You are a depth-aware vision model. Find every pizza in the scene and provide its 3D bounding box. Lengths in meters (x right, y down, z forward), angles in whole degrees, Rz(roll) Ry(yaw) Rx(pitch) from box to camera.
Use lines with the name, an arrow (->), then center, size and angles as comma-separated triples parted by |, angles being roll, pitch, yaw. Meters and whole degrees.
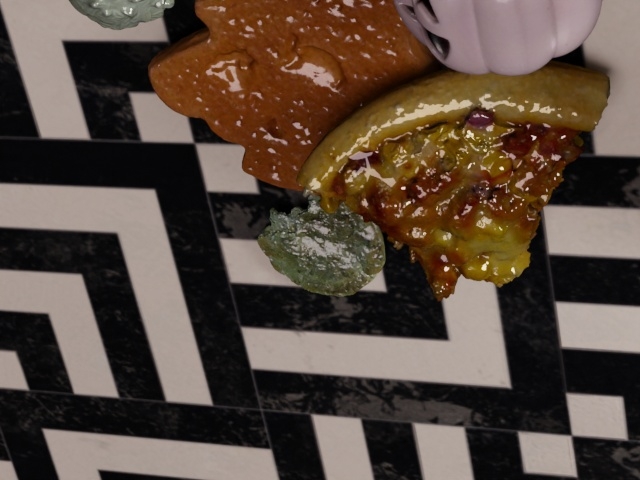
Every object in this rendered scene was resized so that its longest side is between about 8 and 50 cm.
pizza -> 0.128, -0.042, 1.685 | 0.289, 0.081, 0.229 | -15, 125, 12

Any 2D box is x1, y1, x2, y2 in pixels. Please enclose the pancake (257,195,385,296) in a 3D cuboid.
pancake -> 0.003, 0.005, 1.851 | 0.129, 0.022, 0.116 | -22, 117, 34

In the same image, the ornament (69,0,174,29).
ornament -> -0.108, -0.271, 1.614 | 0.285, 0.130, 0.120 | -25, 126, 35

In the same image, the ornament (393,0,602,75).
ornament -> 0.143, -0.212, 1.526 | 0.177, 0.177, 0.177 | 12, 129, 14

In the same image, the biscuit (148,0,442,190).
biscuit -> 0.000, -0.169, 1.700 | 0.284, 0.043, 0.306 | 22, 131, 1
